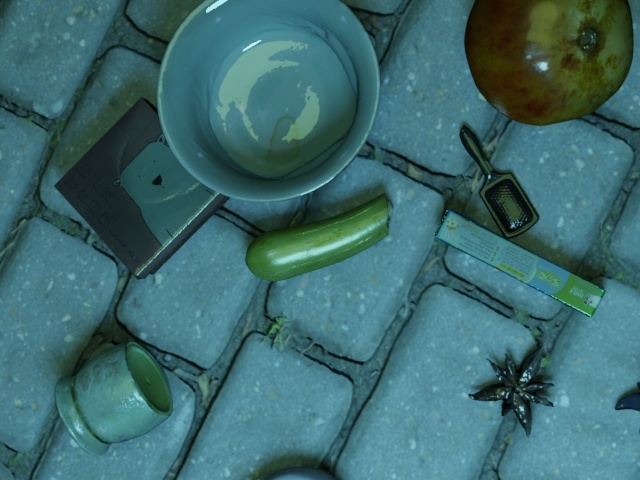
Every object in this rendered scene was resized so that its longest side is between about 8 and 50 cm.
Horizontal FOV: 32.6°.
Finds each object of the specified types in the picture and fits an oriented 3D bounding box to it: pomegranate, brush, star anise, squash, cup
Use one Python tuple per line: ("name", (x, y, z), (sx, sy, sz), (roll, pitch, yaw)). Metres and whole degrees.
("pomegranate", (0.326, -0.304, 1.627), (0.229, 0.270, 0.252), (-21, 114, -17))
("brush", (0.270, -0.096, 1.719), (0.063, 0.016, 0.193), (-31, 80, 5))
("star anise", (0.304, 0.214, 1.662), (0.124, 0.056, 0.129), (34, 92, 13))
("squash", (0.000, 0.000, 1.731), (0.250, 0.083, 0.083), (-19, 81, 6))
("cup", (-0.068, -0.221, 1.721), (0.347, 0.163, 0.347), (-1, 84, 10))

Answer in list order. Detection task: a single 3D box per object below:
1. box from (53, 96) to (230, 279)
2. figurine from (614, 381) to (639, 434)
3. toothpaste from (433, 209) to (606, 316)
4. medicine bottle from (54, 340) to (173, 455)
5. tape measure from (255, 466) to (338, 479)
("box", (-0.284, -0.081, 1.788), (0.215, 0.086, 0.215), (-45, 78, 4))
("figurine", (0.544, 0.277, 1.558), (0.197, 0.175, 0.265), (-38, 72, -3))
("toothpaste", (0.304, 0.034, 1.675), (0.266, 0.065, 0.050), (28, 90, 12))
("medicine bottle", (-0.327, 0.250, 1.733), (0.143, 0.147, 0.147), (-30, 80, 9))
("tape measure", (-0.025, 0.443, 1.684), (0.178, 0.105, 0.196), (-23, 79, 15))
